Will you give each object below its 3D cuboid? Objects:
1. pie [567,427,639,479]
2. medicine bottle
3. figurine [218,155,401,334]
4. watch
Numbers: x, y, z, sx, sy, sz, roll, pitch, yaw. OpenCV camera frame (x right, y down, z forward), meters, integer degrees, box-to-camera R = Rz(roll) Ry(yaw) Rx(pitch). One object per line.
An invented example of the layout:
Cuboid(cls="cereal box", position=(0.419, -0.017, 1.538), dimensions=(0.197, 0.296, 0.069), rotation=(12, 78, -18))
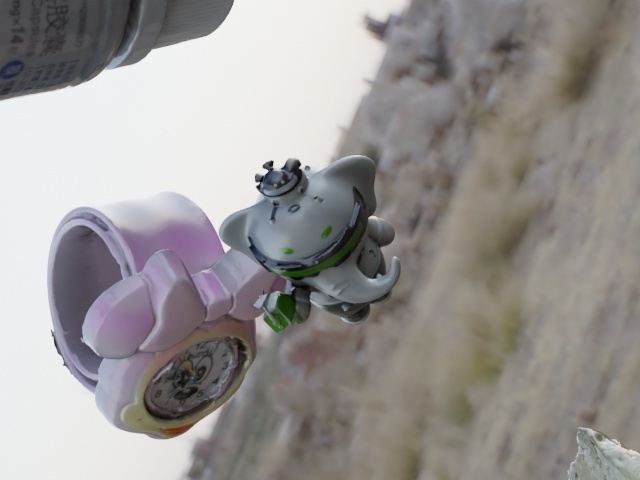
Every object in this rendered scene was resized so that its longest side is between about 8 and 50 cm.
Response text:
Cuboid(cls="pie", position=(0.319, 0.315, 1.594), dimensions=(0.075, 0.337, 0.337), rotation=(-41, -15, -21))
Cuboid(cls="medicine bottle", position=(-0.247, -0.251, 1.509), dimensions=(0.306, 0.245, 0.245), rotation=(-16, -40, -34))
Cuboid(cls="figurine", position=(0.000, 0.000, 1.459), dimensions=(0.147, 0.126, 0.192), rotation=(-34, -46, 3))
Cuboid(cls="watch", position=(-0.172, 0.047, 1.649), dimensions=(0.211, 0.217, 0.248), rotation=(-13, -42, -35))
